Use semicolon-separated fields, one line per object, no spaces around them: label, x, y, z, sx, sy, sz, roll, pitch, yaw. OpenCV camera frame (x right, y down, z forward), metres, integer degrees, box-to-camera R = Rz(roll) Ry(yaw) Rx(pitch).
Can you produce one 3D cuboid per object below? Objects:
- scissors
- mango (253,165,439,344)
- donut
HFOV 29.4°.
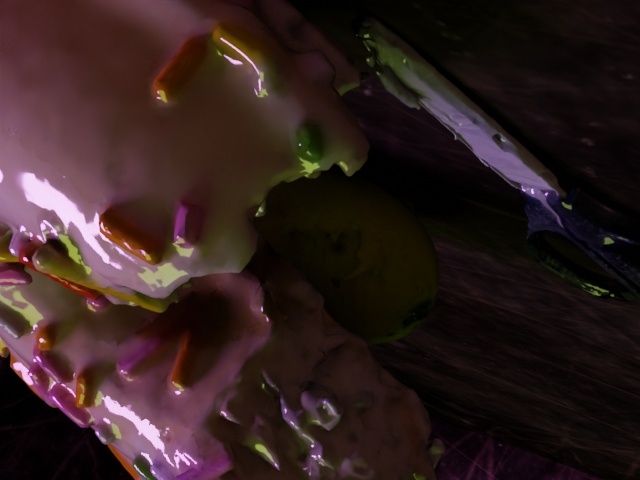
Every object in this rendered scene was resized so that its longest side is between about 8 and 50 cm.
scissors;0.108;-0.030;0.620;0.109;0.022;0.300;6;160;45
mango;0.001;0.000;0.784;0.178;0.100;0.119;25;136;36
donut;-0.092;0.005;0.626;0.307;0.150;0.371;30;154;30
